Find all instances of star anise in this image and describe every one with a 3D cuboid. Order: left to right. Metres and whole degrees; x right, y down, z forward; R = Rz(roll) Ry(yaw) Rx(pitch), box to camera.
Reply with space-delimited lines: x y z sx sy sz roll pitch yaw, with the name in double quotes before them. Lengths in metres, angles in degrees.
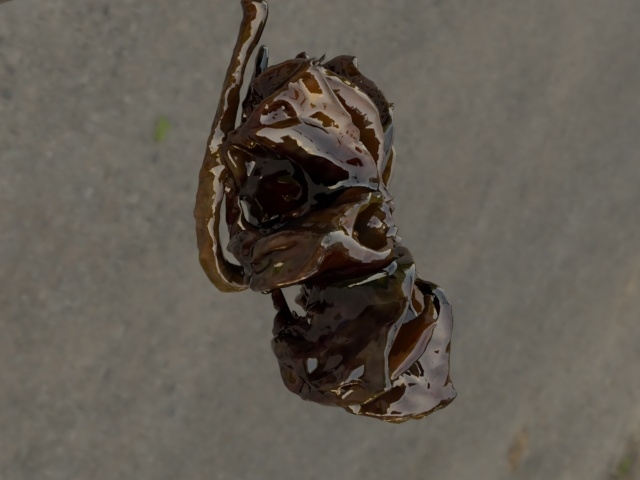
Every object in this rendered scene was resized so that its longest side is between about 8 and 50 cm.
"star anise" 0.000 0.000 0.906 0.190 0.126 0.220 35 37 -57

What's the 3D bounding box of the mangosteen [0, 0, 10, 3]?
"mangosteen" -0.208 -0.174 0.764 0.217 0.192 0.192 -57 149 -12
